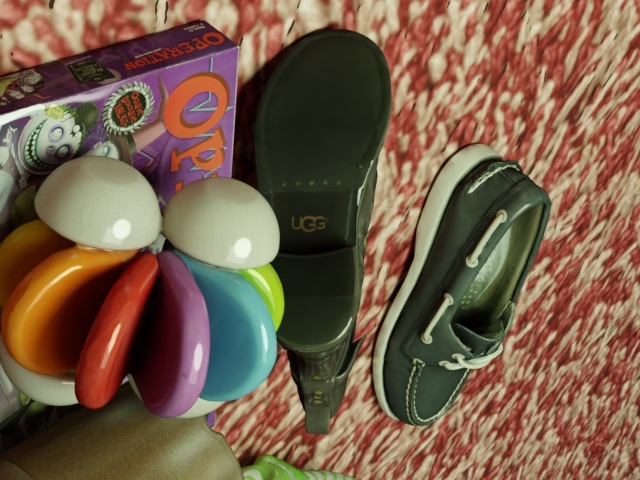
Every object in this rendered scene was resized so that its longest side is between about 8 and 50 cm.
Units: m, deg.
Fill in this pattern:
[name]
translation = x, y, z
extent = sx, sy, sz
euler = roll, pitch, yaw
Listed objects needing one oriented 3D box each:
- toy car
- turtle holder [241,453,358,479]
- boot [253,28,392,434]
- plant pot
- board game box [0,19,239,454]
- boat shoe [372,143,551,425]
[toy car]
translation = -0.104, 0.046, 0.780
extent = 0.182, 0.136, 0.159
euler = 9, 116, -20
[turtle holder]
translation = -0.016, 0.373, 1.179
extent = 0.227, 0.243, 0.320
euler = -5, 136, -24
[boot]
translation = 0.000, 0.000, 0.978
extent = 0.229, 0.091, 0.263
euler = 80, 18, -72
[plant pot]
translation = -0.149, 0.184, 0.871
extent = 0.165, 0.167, 0.167
euler = -35, 142, -34
[board game box]
translation = -0.159, 0.034, 0.890
extent = 0.208, 0.056, 0.347
euler = -27, 138, -35
[boat shoe]
translation = 0.127, 0.063, 1.179
extent = 0.114, 0.091, 0.302
euler = -20, 134, -35
